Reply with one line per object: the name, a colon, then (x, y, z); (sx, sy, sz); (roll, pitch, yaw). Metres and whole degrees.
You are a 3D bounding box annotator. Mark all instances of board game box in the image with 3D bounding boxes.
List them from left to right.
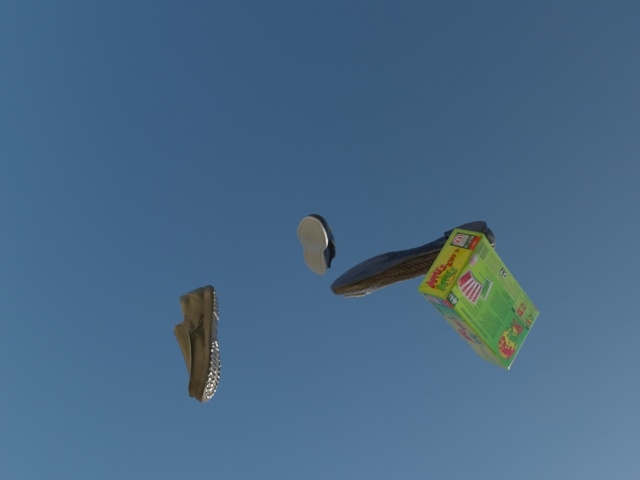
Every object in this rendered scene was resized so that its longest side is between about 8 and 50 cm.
board game box: (0.202, 0.076, 0.685); (0.181, 0.092, 0.043); (44, -17, -34)

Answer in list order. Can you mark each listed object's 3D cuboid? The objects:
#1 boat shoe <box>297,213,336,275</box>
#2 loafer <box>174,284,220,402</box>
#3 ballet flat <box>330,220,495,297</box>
boat shoe: (0.000, 0.000, 0.744); (0.046, 0.038, 0.125); (24, -30, 23)
loafer: (-0.150, 0.124, 0.663); (0.050, 0.148, 0.056); (-5, -36, 0)
ballet flat: (0.132, 0.041, 0.796); (0.250, 0.084, 0.058); (-22, -73, 18)
